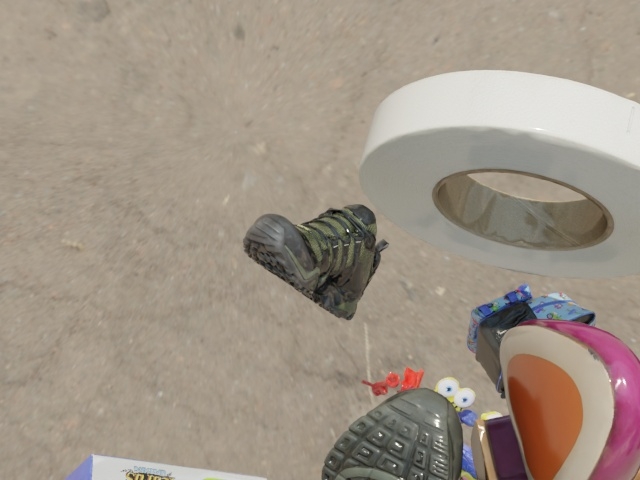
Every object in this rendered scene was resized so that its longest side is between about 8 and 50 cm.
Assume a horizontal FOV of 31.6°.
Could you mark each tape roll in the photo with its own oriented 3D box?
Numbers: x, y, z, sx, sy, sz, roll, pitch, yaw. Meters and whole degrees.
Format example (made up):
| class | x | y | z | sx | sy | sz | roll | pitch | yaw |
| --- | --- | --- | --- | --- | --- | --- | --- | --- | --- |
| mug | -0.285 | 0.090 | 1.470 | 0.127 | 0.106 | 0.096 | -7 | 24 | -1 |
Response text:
| class | x | y | z | sx | sy | sz | roll | pitch | yaw |
| --- | --- | --- | --- | --- | --- | --- | --- | --- | --- |
| tape roll | 0.237 | -0.063 | 1.295 | 0.392 | 0.392 | 0.072 | 18 | 70 | -6 |

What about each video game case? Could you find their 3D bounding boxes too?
| class | x | y | z | sx | sy | sz | roll | pitch | yaw |
| --- | --- | --- | --- | --- | --- | --- | --- | --- | --- |
| video game case | -0.238 | 0.370 | 1.521 | 0.244 | 0.269 | 0.061 | 14 | 56 | -25 |

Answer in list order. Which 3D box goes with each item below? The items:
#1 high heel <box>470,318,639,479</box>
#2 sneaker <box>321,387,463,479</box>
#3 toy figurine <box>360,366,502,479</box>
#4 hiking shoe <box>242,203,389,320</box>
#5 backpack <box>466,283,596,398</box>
| class | x | y | z | sx | sy | sz | roll | pitch | yaw |
| --- | --- | --- | --- | --- | --- | --- | --- | --- | --- |
| high heel | 0.216 | 0.117 | 0.784 | 0.181 | 0.377 | 0.127 | -9 | 76 | -3 |
| sneaker | 0.070 | 0.221 | 0.967 | 0.109 | 0.130 | 0.286 | 32 | 133 | 23 |
| toy figurine | 0.186 | 0.368 | 1.630 | 0.362 | 0.191 | 0.217 | 40 | 60 | -26 |
| hiking shoe | 0.000 | 0.000 | 1.175 | 0.086 | 0.227 | 0.114 | 31 | 85 | 27 |
| backpack | 0.324 | 0.138 | 1.717 | 0.173 | 0.158 | 0.117 | -26 | 60 | -9 |
